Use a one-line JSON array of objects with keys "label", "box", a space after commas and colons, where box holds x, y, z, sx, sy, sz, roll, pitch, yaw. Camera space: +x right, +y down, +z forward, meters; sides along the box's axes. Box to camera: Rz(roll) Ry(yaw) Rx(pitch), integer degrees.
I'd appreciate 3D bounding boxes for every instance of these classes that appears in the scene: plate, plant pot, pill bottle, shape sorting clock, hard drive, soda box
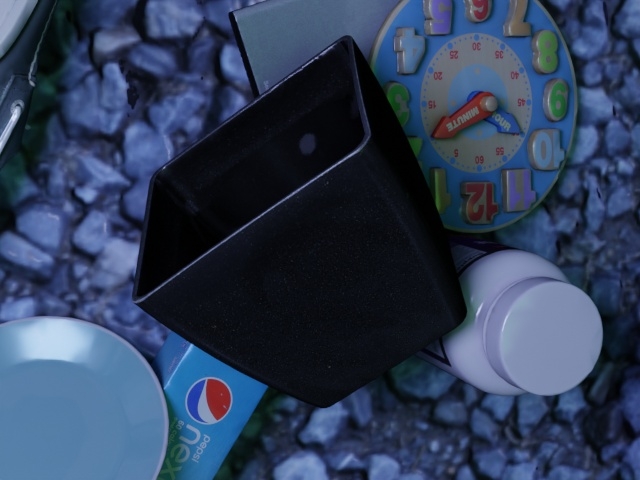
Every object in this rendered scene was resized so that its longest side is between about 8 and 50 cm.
[{"label": "plate", "box": [-0.200, 0.139, 0.874, 0.188, 0.024, 0.188, 1, 57, -2]}, {"label": "plant pot", "box": [0.000, 0.000, 0.868, 0.188, 0.187, 0.167, -35, 116, 15]}, {"label": "pill bottle", "box": [0.127, 0.056, 0.929, 0.108, 0.193, 0.108, -2, 98, -18]}, {"label": "shape sorting clock", "box": [0.123, -0.108, 0.974, 0.206, 0.040, 0.206, -5, 100, -30]}, {"label": "hard drive", "box": [0.006, -0.150, 0.955, 0.135, 0.022, 0.094, -21, 103, -14]}, {"label": "soda box", "box": [-0.111, 0.146, 0.930, 0.071, 0.067, 0.210, 32, 86, -19]}]

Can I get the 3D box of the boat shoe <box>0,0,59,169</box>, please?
[{"label": "boat shoe", "box": [-0.257, -0.090, 0.856, 0.319, 0.116, 0.099, -64, 152, -9]}]
